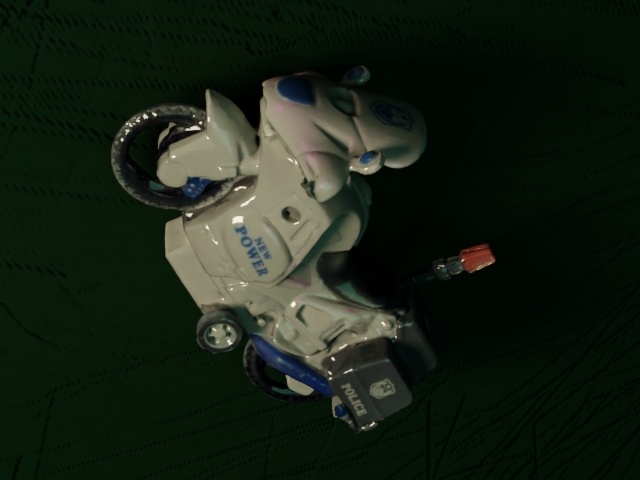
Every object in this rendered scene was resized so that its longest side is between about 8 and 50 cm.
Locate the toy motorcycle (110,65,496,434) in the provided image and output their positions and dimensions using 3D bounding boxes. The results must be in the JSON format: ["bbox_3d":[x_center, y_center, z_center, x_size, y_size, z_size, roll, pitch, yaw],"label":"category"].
[{"bbox_3d":[0.000,0.000,0.954,0.150,0.102,0.221,-22,126,11],"label":"toy motorcycle"}]
